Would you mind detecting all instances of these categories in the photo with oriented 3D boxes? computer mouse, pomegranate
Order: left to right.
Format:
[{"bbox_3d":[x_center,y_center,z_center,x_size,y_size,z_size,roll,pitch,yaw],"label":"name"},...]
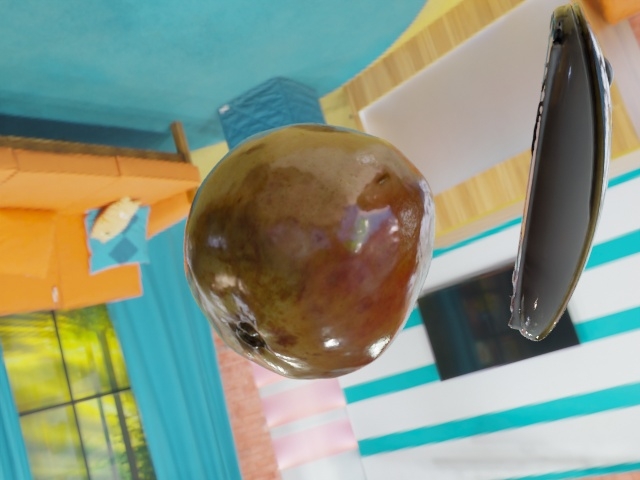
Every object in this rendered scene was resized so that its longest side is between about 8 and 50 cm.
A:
[{"bbox_3d":[0.000,0.000,0.700,0.270,0.229,0.252,-48,153,-40],"label":"pomegranate"},{"bbox_3d":[0.226,-0.057,0.650,0.072,0.310,0.158,7,-157,14],"label":"computer mouse"}]
